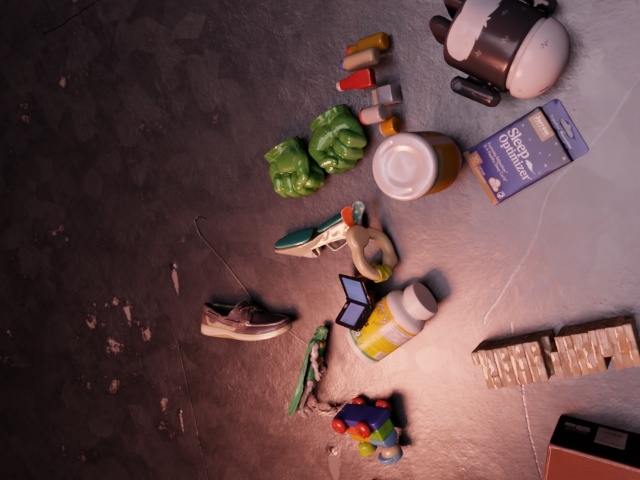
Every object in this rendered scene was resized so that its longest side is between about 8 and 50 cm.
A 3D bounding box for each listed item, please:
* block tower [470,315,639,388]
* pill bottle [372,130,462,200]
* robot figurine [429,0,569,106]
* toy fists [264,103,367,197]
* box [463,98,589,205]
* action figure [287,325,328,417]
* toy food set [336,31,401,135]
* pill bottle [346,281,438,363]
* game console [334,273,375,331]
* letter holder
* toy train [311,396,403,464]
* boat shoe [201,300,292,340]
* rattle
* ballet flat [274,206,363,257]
[{"bbox_3d":[0.502,0.242,1.482,0.335,0.091,0.097,-15,91,29],"label":"block tower"},{"bbox_3d":[0.218,-0.163,1.472,0.136,0.246,0.136,5,101,27],"label":"pill bottle"},{"bbox_3d":[0.362,-0.401,1.404,0.278,0.173,0.209,32,135,19],"label":"robot figurine"},{"bbox_3d":[-0.013,-0.202,1.673,0.279,0.096,0.142,-31,85,27],"label":"toy fists"},{"bbox_3d":[0.434,-0.188,1.477,0.225,0.036,0.136,-32,83,27],"label":"box"},{"bbox_3d":[-0.020,0.328,1.766,0.064,0.137,0.232,14,96,10],"label":"action figure"},{"bbox_3d":[0.105,-0.348,1.582,0.105,0.111,0.232,-6,97,40],"label":"toy food set"},{"bbox_3d":[0.170,0.190,1.632,0.208,0.117,0.117,-40,80,28],"label":"pill bottle"},{"bbox_3d":[0.067,0.147,1.642,0.071,0.122,0.107,37,79,-23],"label":"game console"},{"bbox_3d":[0.626,0.524,1.434,0.302,0.152,0.214,10,105,26],"label":"letter holder"},{"bbox_3d":[0.092,0.480,1.747,0.248,0.105,0.143,-9,113,50],"label":"toy train"},{"bbox_3d":[-0.206,0.207,1.842,0.285,0.103,0.092,-2,103,34],"label":"boat shoe"},{"bbox_3d":[0.081,0.011,1.648,0.199,0.130,0.143,47,158,-15],"label":"rattle"},{"bbox_3d":[0.000,0.000,1.715,0.248,0.086,0.086,-23,88,27],"label":"ballet flat"}]
